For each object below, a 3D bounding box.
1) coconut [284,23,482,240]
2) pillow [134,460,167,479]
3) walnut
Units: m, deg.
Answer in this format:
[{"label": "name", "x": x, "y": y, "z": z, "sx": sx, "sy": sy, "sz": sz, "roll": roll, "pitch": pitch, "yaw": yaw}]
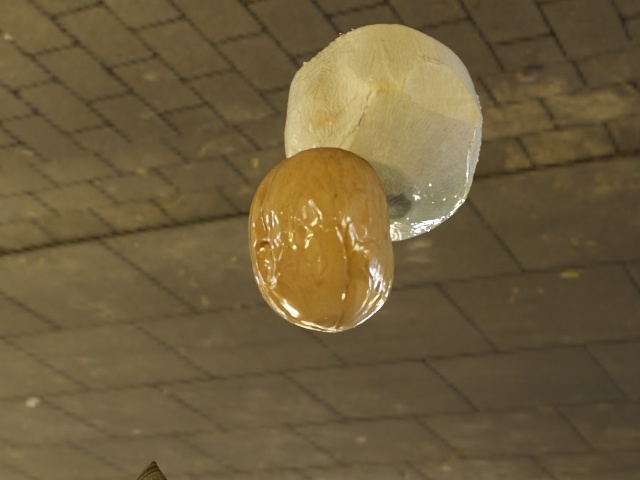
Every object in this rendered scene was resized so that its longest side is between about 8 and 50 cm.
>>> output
[{"label": "coconut", "x": 0.078, "y": -0.125, "z": 1.513, "sx": 0.245, "sy": 0.247, "sz": 0.245, "roll": -3, "pitch": 131, "yaw": -4}, {"label": "pillow", "x": -0.225, "y": 0.375, "z": 1.663, "sx": 0.038, "sy": 0.113, "sz": 0.203, "roll": 40, "pitch": 177, "yaw": -27}, {"label": "walnut", "x": 0.000, "y": 0.000, "z": 1.351, "sx": 0.165, "sy": 0.197, "sz": 0.165, "roll": 1, "pitch": 176, "yaw": 0}]
